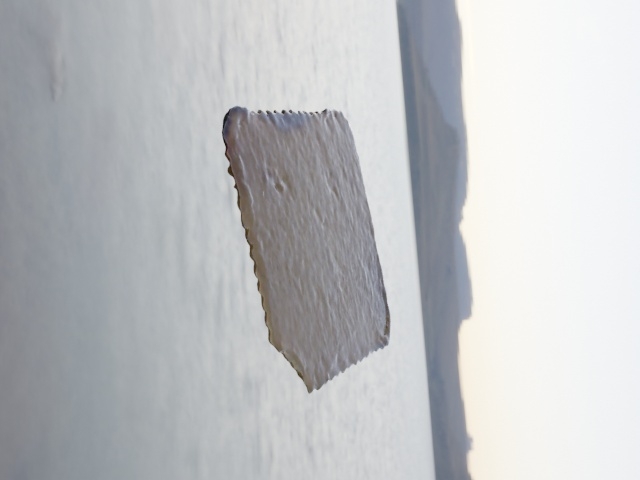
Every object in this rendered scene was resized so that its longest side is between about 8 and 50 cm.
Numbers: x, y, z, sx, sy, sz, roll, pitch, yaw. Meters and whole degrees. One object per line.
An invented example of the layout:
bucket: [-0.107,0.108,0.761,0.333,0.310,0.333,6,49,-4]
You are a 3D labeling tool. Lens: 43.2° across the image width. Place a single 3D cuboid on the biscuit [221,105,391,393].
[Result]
biscuit: [0.000,0.000,0.707,0.232,0.013,0.236,-16,94,-62]
